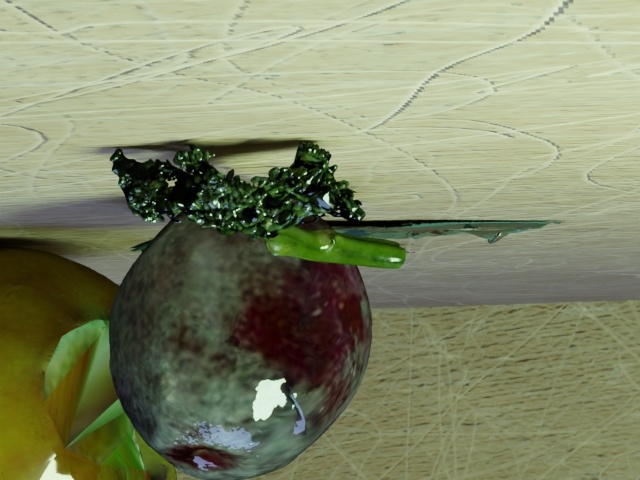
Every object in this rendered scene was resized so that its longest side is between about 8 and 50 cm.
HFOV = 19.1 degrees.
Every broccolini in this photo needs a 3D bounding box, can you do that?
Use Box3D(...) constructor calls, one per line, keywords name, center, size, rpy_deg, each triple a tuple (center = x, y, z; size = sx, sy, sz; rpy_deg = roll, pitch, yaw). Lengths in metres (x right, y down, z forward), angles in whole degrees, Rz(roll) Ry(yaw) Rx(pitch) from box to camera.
Box3D(name="broccolini", center=(0.001, -0.015, 1.088), size=(0.123, 0.062, 0.271), rpy_deg=(13, 178, 30))

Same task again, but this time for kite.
Box3D(name="kite", center=(0.000, 0.001, 1.587), size=(0.406, 0.014, 0.368), rpy_deg=(-4, 175, 25))

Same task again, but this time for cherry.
Box3D(name="cherry", center=(-0.057, 0.070, 1.274), size=(0.195, 0.195, 0.195), rpy_deg=(-2, 175, 0))

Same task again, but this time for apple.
Box3D(name="apple", center=(-0.268, 0.175, 1.600), size=(0.374, 0.374, 0.384), rpy_deg=(-5, 162, 36))
